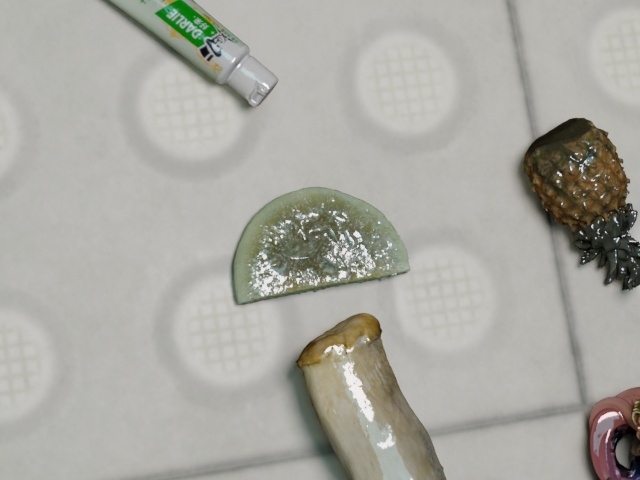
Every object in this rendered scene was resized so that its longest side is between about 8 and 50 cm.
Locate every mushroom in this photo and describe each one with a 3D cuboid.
[{"bbox_3d":[0.067,0.248,1.724,0.122,0.095,0.351,-11,80,-33],"label":"mushroom"}]

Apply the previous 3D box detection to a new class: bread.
[{"bbox_3d":[-0.004,-0.003,1.782,0.193,0.036,0.112,-10,82,-15],"label":"bread"}]

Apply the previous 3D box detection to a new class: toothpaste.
[{"bbox_3d":[-0.176,-0.255,1.779,0.314,0.056,0.058,39,34,-1],"label":"toothpaste"}]

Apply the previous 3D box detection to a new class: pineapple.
[{"bbox_3d":[0.301,-0.034,1.835,0.108,0.108,0.198,-34,102,-16],"label":"pineapple"}]

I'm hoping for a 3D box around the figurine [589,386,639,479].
[{"bbox_3d":[0.354,0.202,1.783,0.126,0.157,0.114,17,56,-5],"label":"figurine"}]
